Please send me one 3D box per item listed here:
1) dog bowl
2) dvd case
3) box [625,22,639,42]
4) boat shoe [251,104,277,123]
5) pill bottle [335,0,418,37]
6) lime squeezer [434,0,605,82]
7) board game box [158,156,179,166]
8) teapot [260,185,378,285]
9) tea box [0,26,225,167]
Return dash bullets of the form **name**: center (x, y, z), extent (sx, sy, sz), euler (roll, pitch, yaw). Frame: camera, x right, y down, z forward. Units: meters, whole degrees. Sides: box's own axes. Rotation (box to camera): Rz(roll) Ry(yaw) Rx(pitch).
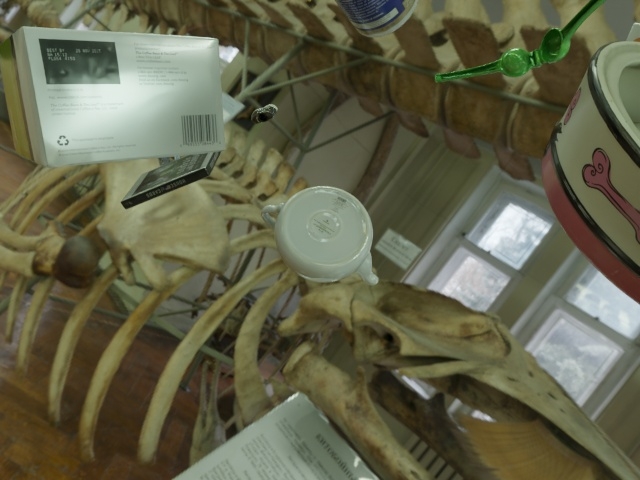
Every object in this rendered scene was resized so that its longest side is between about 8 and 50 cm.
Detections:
- **dog bowl**: center (0.469, -0.063, 0.615), extent (0.408, 0.408, 0.150), euler (38, -40, 8)
- **dvd case**: center (-0.380, -0.168, 1.261), extent (0.179, 0.238, 0.029), euler (-92, 159, -60)
- **box**: center (0.811, -0.313, 1.170), extent (0.168, 0.345, 0.215), euler (3, 28, -20)
- **boat shoe**: center (-0.191, -0.411, 1.620), extent (0.125, 0.038, 0.046), euler (-8, -38, 43)
- **pill bottle**: center (0.071, -0.529, 0.930), extent (0.153, 0.153, 0.264), euler (39, 6, 37)
- **lime squeezer**: center (0.357, -0.326, 0.853), extent (0.110, 0.059, 0.310), euler (-16, 1, -43)
- **board game box**: center (-0.452, -0.232, 1.466), extent (0.090, 0.020, 0.090), euler (10, -62, 39)
- **teapot**: center (0.000, 0.000, 1.214), extent (0.187, 0.252, 0.256), euler (101, -25, -66)
- **tea box**: center (-0.412, -0.278, 0.962), extent (0.329, 0.220, 0.323), euler (-13, 20, -36)
